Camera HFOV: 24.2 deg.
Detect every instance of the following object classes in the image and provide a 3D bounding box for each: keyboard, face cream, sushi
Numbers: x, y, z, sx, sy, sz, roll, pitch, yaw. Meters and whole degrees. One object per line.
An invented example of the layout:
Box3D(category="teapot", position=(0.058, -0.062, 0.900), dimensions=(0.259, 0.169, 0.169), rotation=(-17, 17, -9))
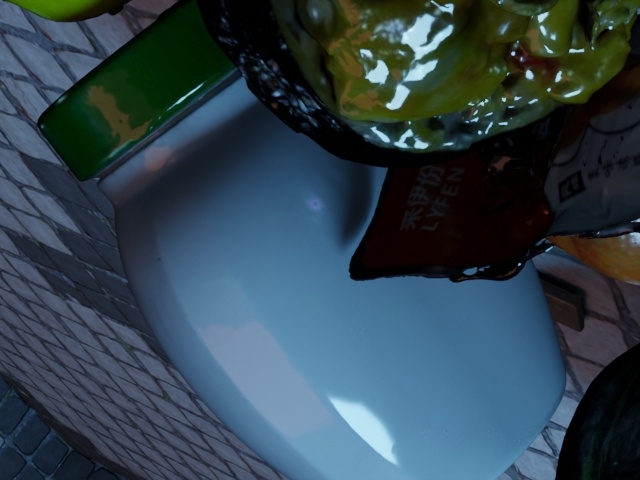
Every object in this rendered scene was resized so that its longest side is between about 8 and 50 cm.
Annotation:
Box3D(category="keyboard", position=(0.140, 0.024, 1.211), dimensions=(0.166, 0.017, 0.055), rotation=(26, 162, 26))
Box3D(category="face cream", position=(0.000, 0.000, 1.002), dimensions=(0.219, 0.312, 0.357), rotation=(-33, 98, 28))
Box3D(category="sushi", position=(0.051, -0.140, 0.687), dimensions=(0.213, 0.200, 0.204), rotation=(47, 172, -24))

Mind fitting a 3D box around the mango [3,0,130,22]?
Box3D(category="mango", position=(-0.204, -0.256, 0.953), dimensions=(0.273, 0.149, 0.185), rotation=(45, -173, 14))

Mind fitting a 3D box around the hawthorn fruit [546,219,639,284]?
Box3D(category="hawthorn fruit", position=(0.185, -0.032, 0.884), dimensions=(0.128, 0.128, 0.128), rotation=(31, 159, 13))

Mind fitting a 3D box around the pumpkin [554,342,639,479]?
Box3D(category="pumpkin", position=(0.310, 0.215, 1.045), dimensions=(0.315, 0.238, 0.315), rotation=(26, 156, 13))

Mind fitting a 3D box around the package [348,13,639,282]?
Box3D(category="package", position=(0.144, -0.056, 0.802), dimensions=(0.269, 0.194, 0.071), rotation=(-11, 125, 48))
